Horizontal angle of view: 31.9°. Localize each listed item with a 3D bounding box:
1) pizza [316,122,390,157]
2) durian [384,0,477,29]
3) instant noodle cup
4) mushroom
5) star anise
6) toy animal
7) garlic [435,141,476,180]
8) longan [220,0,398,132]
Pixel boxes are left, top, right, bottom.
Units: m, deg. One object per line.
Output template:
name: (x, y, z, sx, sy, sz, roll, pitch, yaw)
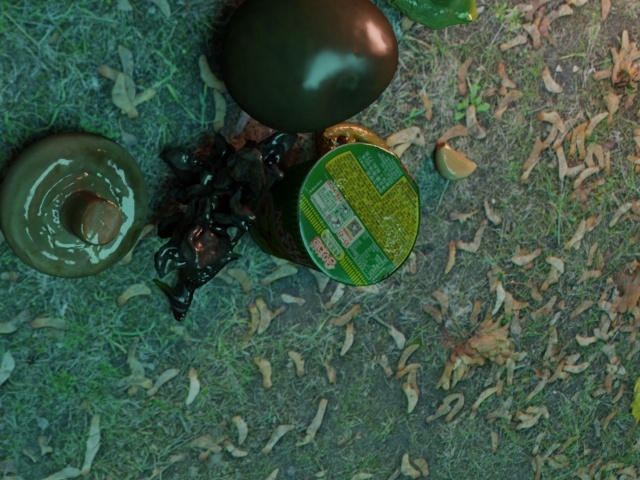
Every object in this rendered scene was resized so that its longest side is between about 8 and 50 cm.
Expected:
pizza: (0.054, -0.116, 1.800, 0.175, 0.046, 0.134, 16, 102, -36)
durian: (0.147, -0.409, 1.686, 0.250, 0.101, 0.139, 35, 92, -36)
instant noodle cup: (0.005, -0.039, 1.668, 0.207, 0.233, 0.207, 0, 91, -28)
mushroom: (-0.321, -0.040, 1.503, 0.207, 0.215, 0.207, -8, 107, -27)
star anise: (-0.147, -0.064, 1.592, 0.129, 0.212, 0.283, 39, 90, -34)
toy animal: (-0.182, 0.037, 1.711, 0.202, 0.105, 0.070, -61, 169, 14)
garlic: (0.225, -0.129, 1.904, 0.083, 0.041, 0.053, 36, 86, -30)
longan: (-0.015, -0.255, 1.565, 0.248, 0.248, 0.248, -13, 118, -26)
